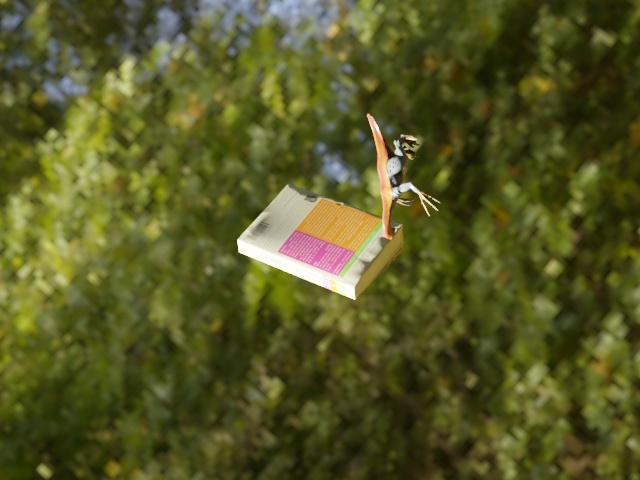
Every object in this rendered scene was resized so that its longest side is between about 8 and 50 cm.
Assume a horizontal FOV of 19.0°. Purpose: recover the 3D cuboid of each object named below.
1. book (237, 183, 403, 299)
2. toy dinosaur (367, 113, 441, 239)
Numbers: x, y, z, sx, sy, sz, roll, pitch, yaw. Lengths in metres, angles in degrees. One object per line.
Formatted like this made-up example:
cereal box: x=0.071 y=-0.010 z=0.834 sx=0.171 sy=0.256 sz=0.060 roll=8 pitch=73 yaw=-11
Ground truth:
book: x=0.000 y=0.000 z=1.980 sx=0.096 sy=0.144 sz=0.035 roll=-48 pitch=-32 yaw=-34
toy dinosaur: x=0.057 y=-0.046 z=1.597 sx=0.082 sy=0.090 sz=0.047 roll=-60 pitch=1 yaw=-23
